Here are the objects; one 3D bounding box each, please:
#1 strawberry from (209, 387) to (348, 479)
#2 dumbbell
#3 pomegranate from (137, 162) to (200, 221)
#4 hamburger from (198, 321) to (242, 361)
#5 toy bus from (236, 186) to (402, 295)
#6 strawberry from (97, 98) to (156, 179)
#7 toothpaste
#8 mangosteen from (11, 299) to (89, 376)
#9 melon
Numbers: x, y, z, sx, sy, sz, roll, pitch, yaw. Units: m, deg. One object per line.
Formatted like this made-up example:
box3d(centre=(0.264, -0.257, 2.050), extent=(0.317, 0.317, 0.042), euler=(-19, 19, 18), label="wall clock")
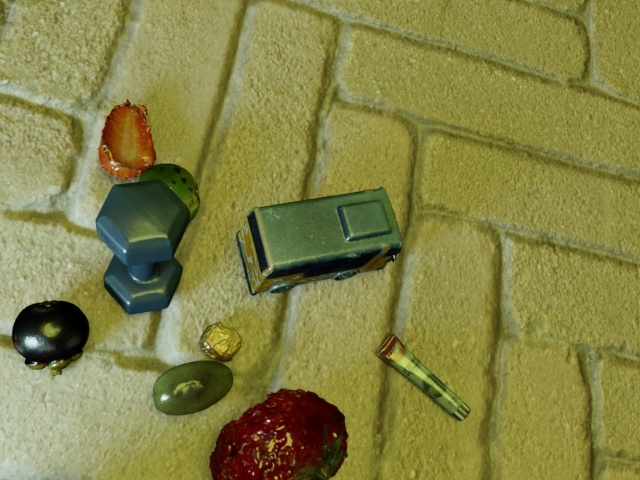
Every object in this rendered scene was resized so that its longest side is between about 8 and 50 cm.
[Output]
box3d(centre=(-0.089, 0.399, 1.272), extent=(0.221, 0.274, 0.274), euler=(16, 61, 32), label="strawberry")
box3d(centre=(-0.334, 0.021, 1.274), extent=(0.160, 0.324, 0.144), euler=(-7, 65, -17), label="dumbbell")
box3d(centre=(-0.339, -0.094, 1.426), extent=(0.169, 0.122, 0.143), euler=(4, 90, -17), label="pomegranate")
box3d(centre=(-0.207, 0.210, 1.392), extent=(0.083, 0.044, 0.076), euler=(38, 63, -2), label="hamburger")
box3d(centre=(0.000, 0.000, 1.446), extent=(0.324, 0.194, 0.161), euler=(-10, 72, -18), label="toy bus")
box3d(centre=(-0.423, -0.212, 1.479), extent=(0.121, 0.082, 0.188), euler=(14, 56, -25), label="strawberry")
box3d(centre=(0.228, 0.304, 1.482), extent=(0.239, 0.039, 0.062), euler=(41, 72, 5), label="toothpaste")
box3d(centre=(-0.509, 0.189, 1.283), extent=(0.137, 0.137, 0.151), euler=(-8, 107, -18), label="mangosteen")
box3d(centre=(-0.249, 0.288, 1.324), extent=(0.162, 0.099, 0.099), euler=(-12, 74, -22), label="melon")
